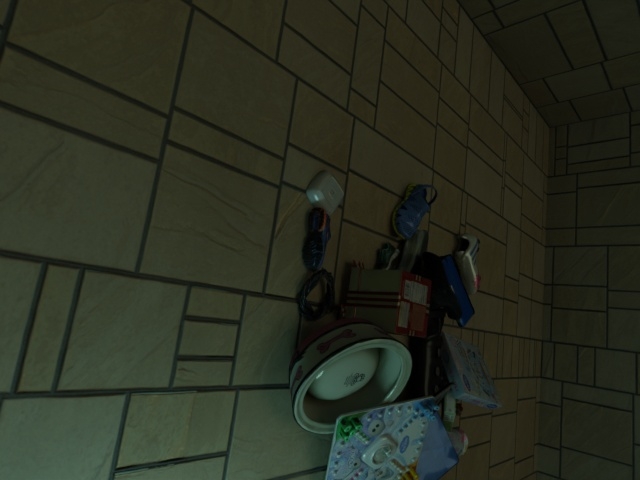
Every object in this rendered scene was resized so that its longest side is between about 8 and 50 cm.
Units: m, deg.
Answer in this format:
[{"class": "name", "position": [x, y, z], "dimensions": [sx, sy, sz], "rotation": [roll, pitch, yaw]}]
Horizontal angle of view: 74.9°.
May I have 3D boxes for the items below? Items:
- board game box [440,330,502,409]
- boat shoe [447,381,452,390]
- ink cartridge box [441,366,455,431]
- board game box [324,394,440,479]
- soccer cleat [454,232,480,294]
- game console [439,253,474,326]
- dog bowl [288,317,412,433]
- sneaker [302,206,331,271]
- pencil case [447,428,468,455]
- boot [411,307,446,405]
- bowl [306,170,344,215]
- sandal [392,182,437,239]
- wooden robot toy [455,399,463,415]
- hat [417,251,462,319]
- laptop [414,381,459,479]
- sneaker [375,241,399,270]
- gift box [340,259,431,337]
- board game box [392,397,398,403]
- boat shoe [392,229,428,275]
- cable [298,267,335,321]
[{"class": "board game box", "position": [0.712, 0.630, 2.023], "dimensions": [0.318, 0.066, 0.318], "rotation": [28, 35, -32]}, {"class": "boat shoe", "position": [0.705, 0.676, 2.105], "dimensions": [0.095, 0.095, 0.257], "rotation": [100, 16, -47]}, {"class": "ink cartridge box", "position": [0.596, 0.742, 1.957], "dimensions": [0.235, 0.056, 0.171], "rotation": [-70, 159, -46]}, {"class": "board game box", "position": [0.210, 0.735, 1.431], "dimensions": [0.391, 0.050, 0.389], "rotation": [0, 110, -26]}, {"class": "soccer cleat", "position": [0.771, 0.123, 2.236], "dimensions": [0.143, 0.116, 0.330], "rotation": [8, 80, -30]}, {"class": "game console", "position": [0.554, 0.227, 1.885], "dimensions": [0.250, 0.174, 0.292], "rotation": [-22, 90, -52]}, {"class": "dog bowl", "position": [0.080, 0.421, 1.337], "dimensions": [0.409, 0.150, 0.407], "rotation": [-13, 124, -19]}, {"class": "sneaker", "position": [0.000, 0.000, 1.446], "dimensions": [0.087, 0.083, 0.221], "rotation": [20, 80, -57]}, {"class": "pencil case", "position": [0.604, 0.966, 2.004], "dimensions": [0.273, 0.114, 0.124], "rotation": [27, 55, -42]}, {"class": "boot", "position": [0.433, 0.520, 1.842], "dimensions": [0.367, 0.146, 0.444], "rotation": [10, 86, -44]}, {"class": "bowl", "position": [0.026, -0.168, 1.497], "dimensions": [0.142, 0.053, 0.142], "rotation": [55, 54, -29]}, {"class": "sandal", "position": [0.419, -0.142, 1.837], "dimensions": [0.126, 0.138, 0.317], "rotation": [40, 60, -27]}, {"class": "wooden robot toy", "position": [0.661, 0.840, 2.106], "dimensions": [0.079, 0.076, 0.173], "rotation": [-35, 113, -30]}, {"class": "hat", "position": [0.441, 0.201, 1.709], "dimensions": [0.134, 0.331, 0.331], "rotation": [-20, 107, 0]}, {"class": "laptop", "position": [0.396, 0.813, 1.621], "dimensions": [0.382, 0.236, 0.407], "rotation": [-25, 147, -25]}, {"class": "sneaker", "position": [0.261, 0.072, 1.737], "dimensions": [0.076, 0.065, 0.166], "rotation": [49, 51, -13]}, {"class": "gift box", "position": [0.226, 0.215, 1.539], "dimensions": [0.276, 0.258, 0.254], "rotation": [26, 70, -43]}, {"class": "board game box", "position": [0.301, 0.634, 1.749], "dimensions": [0.090, 0.020, 0.090], "rotation": [53, 33, -31]}, {"class": "boat shoe", "position": [0.383, 0.091, 1.837], "dimensions": [0.118, 0.103, 0.320], "rotation": [47, 61, -54]}, {"class": "cable", "position": [-0.012, 0.183, 1.439], "dimensions": [0.151, 0.047, 0.184], "rotation": [-4, 105, -37]}]
